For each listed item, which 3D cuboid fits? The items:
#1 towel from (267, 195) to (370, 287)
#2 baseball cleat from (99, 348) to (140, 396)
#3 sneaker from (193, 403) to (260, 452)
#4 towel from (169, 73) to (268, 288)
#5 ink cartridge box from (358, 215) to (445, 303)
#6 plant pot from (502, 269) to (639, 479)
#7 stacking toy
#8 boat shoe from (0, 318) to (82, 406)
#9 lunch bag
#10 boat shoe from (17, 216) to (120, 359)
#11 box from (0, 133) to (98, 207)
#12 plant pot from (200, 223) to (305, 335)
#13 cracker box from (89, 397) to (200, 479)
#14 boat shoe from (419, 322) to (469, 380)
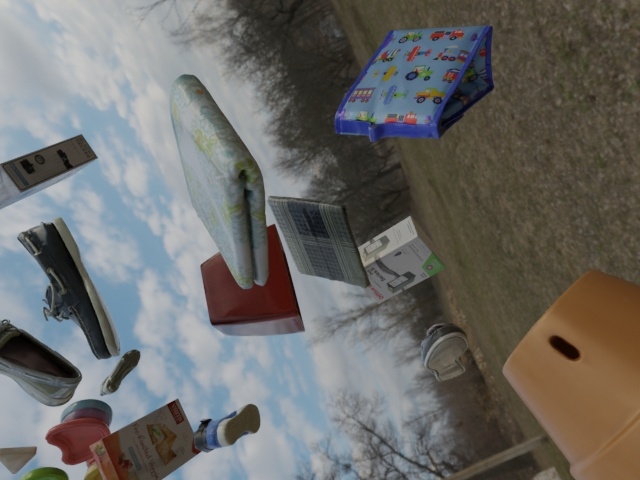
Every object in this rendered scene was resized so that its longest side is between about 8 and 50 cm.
[{"bbox_3d":[0.000,0.000,1.490,0.056,0.312,0.324,-47,-49,-36],"label":"towel"},{"bbox_3d":[-0.783,0.507,1.791,0.072,0.109,0.206,53,-149,-17],"label":"baseball cleat"},{"bbox_3d":[-0.173,0.341,0.846,0.152,0.085,0.058,12,-117,-73],"label":"sneaker"},{"bbox_3d":[-0.206,-0.112,0.983,0.320,0.090,0.374,51,154,33],"label":"towel"},{"bbox_3d":[0.251,0.073,1.586,0.198,0.273,0.114,43,-156,-35],"label":"ink cartridge box"},{"bbox_3d":[0.395,0.176,0.628,0.203,0.291,0.291,43,178,31],"label":"plant pot"},{"bbox_3d":[-0.697,0.578,1.286,0.130,0.280,0.308,-126,31,-55],"label":"stacking toy"},{"bbox_3d":[-0.716,0.266,1.104,0.320,0.103,0.118,38,-156,-2],"label":"boat shoe"},{"bbox_3d":[0.175,-0.289,0.902,0.221,0.293,0.138,15,141,36],"label":"lunch bag"},{"bbox_3d":[-0.386,0.077,0.710,0.254,0.079,0.095,58,154,12],"label":"boat shoe"},{"bbox_3d":[-0.814,-0.200,1.343,0.087,0.169,0.290,59,-151,-17],"label":"box"},{"bbox_3d":[-0.197,0.146,1.336,0.267,0.236,0.267,82,172,-69],"label":"plant pot"},{"bbox_3d":[-0.424,0.517,1.152,0.232,0.067,0.155,-14,-107,-60],"label":"cracker box"},{"bbox_3d":[0.286,0.254,1.112,0.335,0.112,0.095,61,-175,-57],"label":"boat shoe"}]
